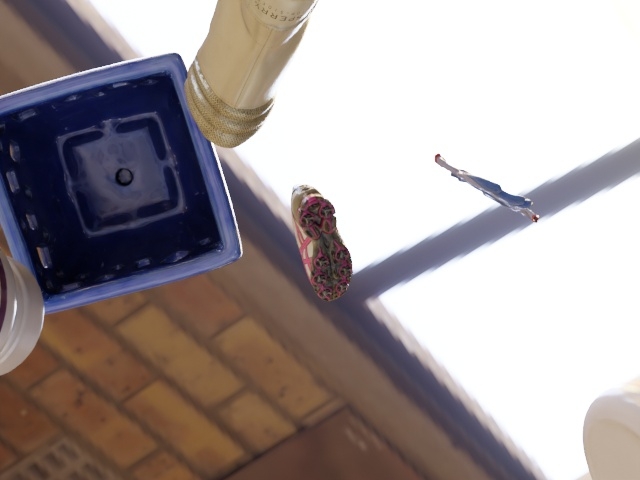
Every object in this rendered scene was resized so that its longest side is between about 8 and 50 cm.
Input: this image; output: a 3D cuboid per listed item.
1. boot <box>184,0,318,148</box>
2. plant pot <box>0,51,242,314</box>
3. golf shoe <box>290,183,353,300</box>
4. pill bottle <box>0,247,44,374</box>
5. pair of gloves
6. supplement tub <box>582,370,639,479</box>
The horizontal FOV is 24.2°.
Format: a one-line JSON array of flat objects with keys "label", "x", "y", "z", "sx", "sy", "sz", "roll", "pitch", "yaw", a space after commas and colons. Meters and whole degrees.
[{"label": "boot", "x": -0.051, "y": -0.223, "z": 1.344, "sx": 0.095, "sy": 0.203, "sz": 0.262, "roll": 16, "pitch": -143, "yaw": -13}, {"label": "plant pot", "x": -0.227, "y": -0.067, "z": 1.638, "sx": 0.212, "sy": 0.236, "sz": 0.236, "roll": -121, "pitch": 15, "yaw": -83}, {"label": "golf shoe", "x": 0.000, "y": 0.000, "z": 2.185, "sx": 0.086, "sy": 0.067, "sz": 0.186, "roll": -127, "pitch": 22, "yaw": -58}, {"label": "pill bottle", "x": -0.383, "y": 0.050, "z": 1.353, "sx": 0.169, "sy": 0.169, "sz": 0.301, "roll": 62, "pitch": -166, "yaw": 19}, {"label": "pair of gloves", "x": 0.252, "y": -0.078, "z": 2.221, "sx": 0.159, "sy": 0.023, "sz": 0.198, "roll": 31, "pitch": -177, "yaw": 20}, {"label": "supplement tub", "x": 0.414, "y": 0.182, "z": 1.471, "sx": 0.191, "sy": 0.272, "sz": 0.191, "roll": 49, "pitch": 154, "yaw": 35}]
